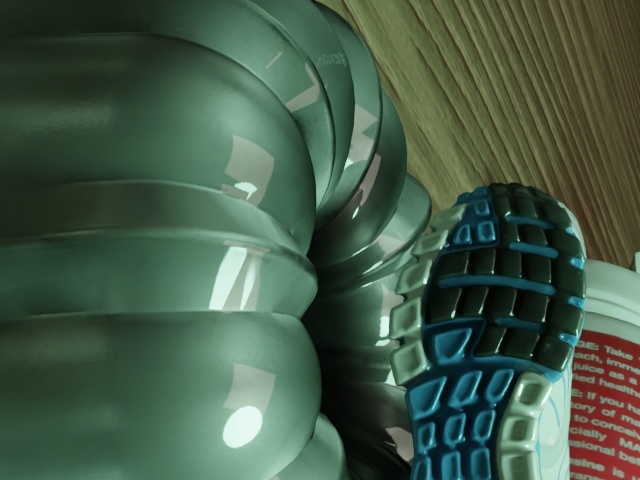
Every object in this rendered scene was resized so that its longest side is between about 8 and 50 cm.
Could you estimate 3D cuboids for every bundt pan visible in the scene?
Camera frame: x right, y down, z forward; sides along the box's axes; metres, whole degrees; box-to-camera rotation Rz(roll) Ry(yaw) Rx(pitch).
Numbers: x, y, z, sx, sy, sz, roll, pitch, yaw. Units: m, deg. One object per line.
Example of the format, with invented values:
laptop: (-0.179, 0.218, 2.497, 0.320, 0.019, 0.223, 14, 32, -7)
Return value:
bundt pan: (-0.030, 0.040, 0.591, 0.331, 0.124, 0.331, -8, 90, -72)

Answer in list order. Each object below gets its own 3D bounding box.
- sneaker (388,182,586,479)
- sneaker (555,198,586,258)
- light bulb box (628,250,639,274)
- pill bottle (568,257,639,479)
sneaker: (0.064, 0.074, 0.575, 0.083, 0.071, 0.191, 51, 43, -69)
sneaker: (0.205, 0.105, 1.332, 0.153, 0.101, 0.269, -65, 138, -58)
light bulb box: (0.405, 0.239, 1.533, 0.361, 0.225, 0.358, 89, 1, -66)
pill bottle: (0.122, 0.183, 0.826, 0.408, 0.229, 0.229, -66, 144, -58)
